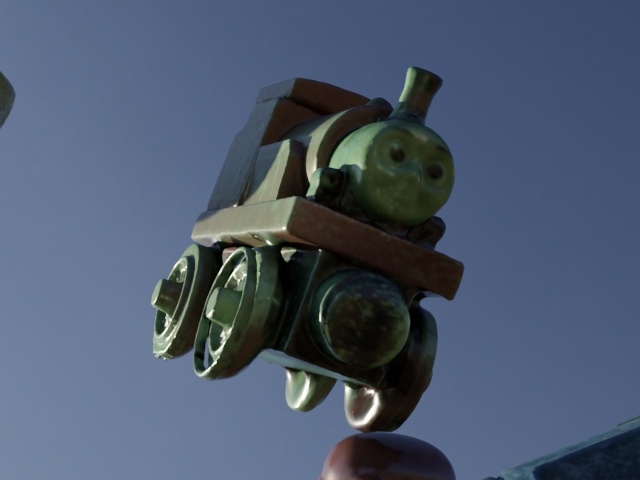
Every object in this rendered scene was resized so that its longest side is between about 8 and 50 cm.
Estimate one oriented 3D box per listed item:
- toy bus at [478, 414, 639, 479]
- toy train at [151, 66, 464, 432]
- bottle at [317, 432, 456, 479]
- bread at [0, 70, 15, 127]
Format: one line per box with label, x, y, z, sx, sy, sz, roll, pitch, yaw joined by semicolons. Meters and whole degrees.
toy bus;0.111;0.206;0.500;0.190;0.152;0.312;-23;-50;0
toy train;0.000;0.000;0.977;0.150;0.221;0.304;23;-7;-17
bottle;0.030;0.237;0.939;0.110;0.110;0.233;7;-83;-14
bread;-0.491;-0.145;1.377;0.348;0.348;0.307;-30;-84;27
